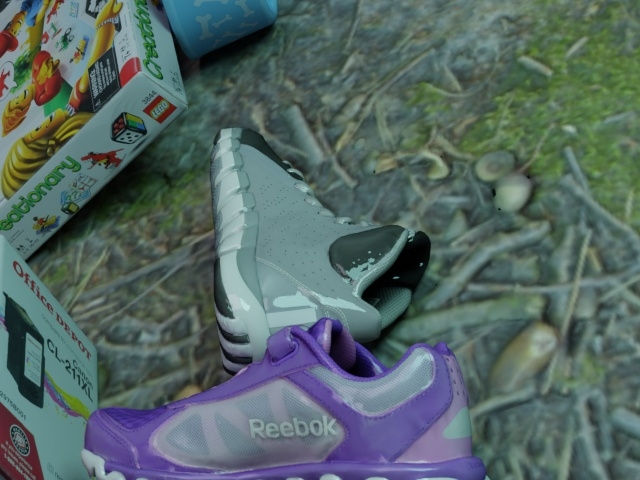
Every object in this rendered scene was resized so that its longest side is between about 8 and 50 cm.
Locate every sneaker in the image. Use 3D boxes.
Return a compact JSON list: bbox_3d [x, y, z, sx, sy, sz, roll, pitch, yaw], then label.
[{"bbox_3d":[0.000,0.000,0.849,0.132,0.086,0.229,-6,36,-1],"label":"sneaker"},{"bbox_3d":[-0.020,0.092,0.722,0.236,0.095,0.105,-1,90,25],"label":"sneaker"}]

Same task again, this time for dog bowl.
[{"bbox_3d":[-0.085,-0.276,1.094,0.074,0.166,0.297,-11,45,6],"label":"dog bowl"}]

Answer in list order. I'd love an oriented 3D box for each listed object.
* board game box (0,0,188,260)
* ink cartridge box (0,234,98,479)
[{"bbox_3d":[-0.205,-0.142,1.070,0.193,0.053,0.305,-41,38,19],"label":"board game box"},{"bbox_3d":[-0.193,0.103,0.814,0.072,0.127,0.175,-21,43,10],"label":"ink cartridge box"}]
